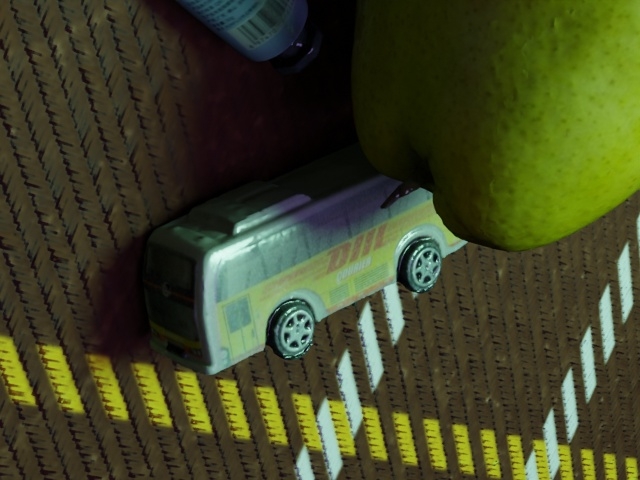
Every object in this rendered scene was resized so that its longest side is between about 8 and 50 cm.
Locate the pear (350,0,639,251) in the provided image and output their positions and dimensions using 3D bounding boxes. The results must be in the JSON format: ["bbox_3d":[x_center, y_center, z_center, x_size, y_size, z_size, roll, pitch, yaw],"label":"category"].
[{"bbox_3d":[0.155,-0.167,1.025,0.285,0.284,0.336,55,47,-45],"label":"pear"}]

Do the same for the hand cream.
[{"bbox_3d":[-0.082,-0.186,0.966,0.088,0.055,0.256,-50,135,0],"label":"hand cream"}]

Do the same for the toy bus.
[{"bbox_3d":[0.000,0.000,1.120,0.268,0.092,0.106,-25,118,-33],"label":"toy bus"}]
